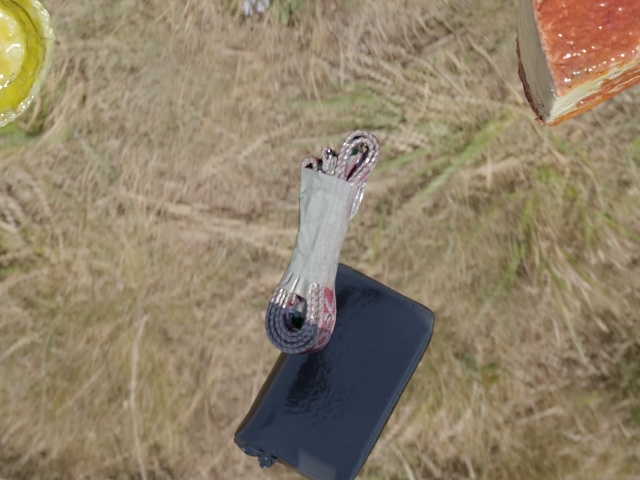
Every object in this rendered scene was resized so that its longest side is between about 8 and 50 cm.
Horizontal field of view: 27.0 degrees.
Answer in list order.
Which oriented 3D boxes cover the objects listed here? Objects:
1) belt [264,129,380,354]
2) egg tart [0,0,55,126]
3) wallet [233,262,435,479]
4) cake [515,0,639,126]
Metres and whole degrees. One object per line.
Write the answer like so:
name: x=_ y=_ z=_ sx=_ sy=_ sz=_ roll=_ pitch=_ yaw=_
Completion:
belt: x=0.000 y=0.000 z=1.318 sx=0.071 sy=0.053 sz=0.232 roll=17 pitch=91 yaw=21
egg tart: x=-0.213 y=-0.117 z=0.820 sx=0.105 sy=0.039 sz=0.105 roll=-1 pitch=94 yaw=-16
wallet: x=0.019 y=0.158 z=1.497 sx=0.149 sy=0.044 sz=0.250 roll=25 pitch=75 yaw=11
cake: x=0.315 y=-0.186 z=1.292 sx=0.262 sy=0.158 sz=0.160 roll=10 pitch=85 yaw=7
